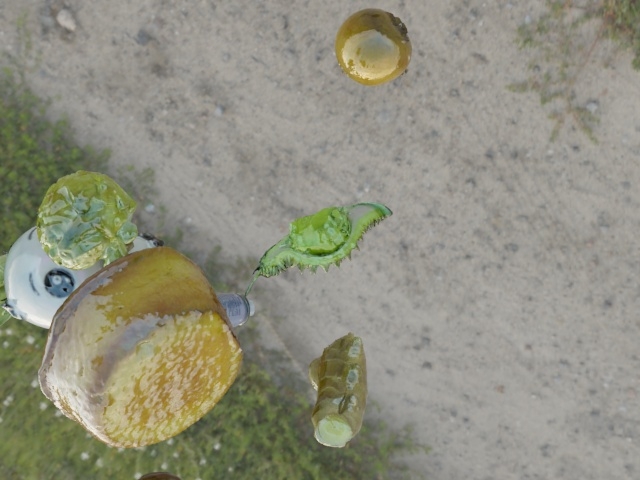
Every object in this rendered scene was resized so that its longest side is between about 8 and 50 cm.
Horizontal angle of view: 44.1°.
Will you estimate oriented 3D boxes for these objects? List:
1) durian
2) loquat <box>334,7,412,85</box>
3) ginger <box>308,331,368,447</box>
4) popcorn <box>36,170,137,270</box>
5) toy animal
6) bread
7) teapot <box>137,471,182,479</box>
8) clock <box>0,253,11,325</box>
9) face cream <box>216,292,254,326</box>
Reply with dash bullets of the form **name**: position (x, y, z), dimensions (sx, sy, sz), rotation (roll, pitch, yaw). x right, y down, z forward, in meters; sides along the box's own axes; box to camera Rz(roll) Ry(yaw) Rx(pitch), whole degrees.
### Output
- **durian**: position (-0.001, 0.004, 1.641), dimensions (0.132, 0.375, 0.106), rotation (64, 159, -1)
- **loquat**: position (0.094, -0.336, 1.387), dimensions (0.141, 0.141, 0.141), rotation (12, 131, 14)
- **ginger**: position (0.034, 0.210, 1.151), dimensions (0.115, 0.205, 0.081), rotation (-33, 117, 9)
- **popcorn**: position (-0.419, -0.020, 1.452), dimensions (0.212, 0.198, 0.198), rotation (44, 131, -18)
- **toy animal**: position (-0.495, 0.081, 1.635), dimensions (0.309, 0.251, 0.251), rotation (13, 143, -36)
- **bread**: position (-0.259, 0.165, 1.165), dimensions (0.172, 0.312, 0.312), rotation (37, 142, 36)
- **teapot**: position (-0.353, 0.548, 1.697), dimensions (0.129, 0.078, 0.098), rotation (7, 130, -23)
- **clock**: position (-0.711, 0.135, 1.709), dimensions (0.069, 0.170, 0.232), rotation (37, 112, 6)
- **face cream**: position (-0.229, 0.148, 1.611), dimensions (0.075, 0.229, 0.075), rotation (2, 93, 45)
